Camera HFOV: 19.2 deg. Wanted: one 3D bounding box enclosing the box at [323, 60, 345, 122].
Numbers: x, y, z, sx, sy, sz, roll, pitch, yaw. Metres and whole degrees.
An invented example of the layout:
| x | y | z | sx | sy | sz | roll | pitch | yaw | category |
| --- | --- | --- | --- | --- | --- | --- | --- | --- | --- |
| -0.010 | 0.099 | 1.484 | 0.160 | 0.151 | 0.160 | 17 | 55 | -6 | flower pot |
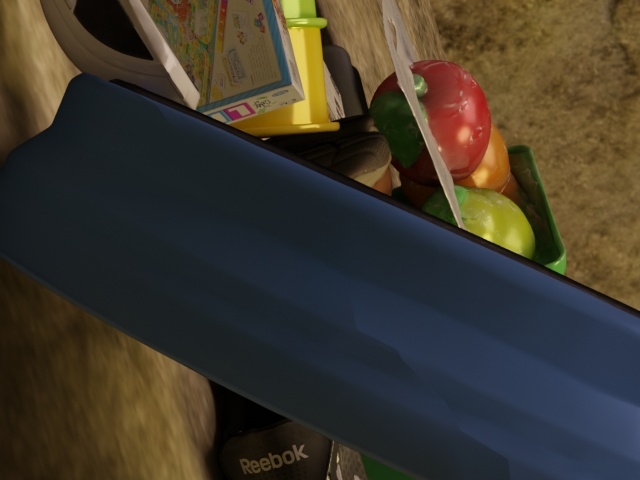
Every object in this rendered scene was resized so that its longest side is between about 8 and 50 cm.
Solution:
| x | y | z | sx | sy | sz | roll | pitch | yaw | category |
| --- | --- | --- | --- | --- | --- | --- | --- | --- | --- |
| -0.024 | -0.128 | 1.452 | 0.207 | 0.036 | 0.114 | 61 | 16 | -51 | box |

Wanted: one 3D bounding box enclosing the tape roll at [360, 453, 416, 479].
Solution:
| x | y | z | sx | sy | sz | roll | pitch | yaw | category |
| --- | --- | --- | --- | --- | --- | --- | --- | --- | --- |
| 0.089 | 0.240 | 1.236 | 0.321 | 0.077 | 0.321 | -21 | 90 | -86 | tape roll |

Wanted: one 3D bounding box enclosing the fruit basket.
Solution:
| x | y | z | sx | sy | sz | roll | pitch | yaw | category |
| --- | --- | --- | --- | --- | --- | --- | --- | --- | --- |
| 0.108 | -0.065 | 1.769 | 0.353 | 0.165 | 0.327 | 59 | 12 | -29 | fruit basket |

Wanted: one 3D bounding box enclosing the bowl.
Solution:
| x | y | z | sx | sy | sz | roll | pitch | yaw | category |
| --- | --- | --- | --- | --- | --- | --- | --- | --- | --- |
| 0.057 | 0.040 | 0.744 | 0.077 | 0.391 | 0.391 | -66 | 167 | 1 | bowl |

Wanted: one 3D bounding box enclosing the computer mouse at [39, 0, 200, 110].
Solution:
| x | y | z | sx | sy | sz | roll | pitch | yaw | category |
| --- | --- | --- | --- | --- | --- | --- | --- | --- | --- |
| -0.118 | -0.129 | 0.852 | 0.193 | 0.042 | 0.106 | 58 | -1 | 20 | computer mouse |

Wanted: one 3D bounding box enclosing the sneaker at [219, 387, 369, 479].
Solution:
| x | y | z | sx | sy | sz | roll | pitch | yaw | category |
| --- | --- | --- | --- | --- | --- | --- | --- | --- | --- |
| -0.009 | 0.140 | 0.998 | 0.106 | 0.078 | 0.234 | 50 | 21 | -59 | sneaker |

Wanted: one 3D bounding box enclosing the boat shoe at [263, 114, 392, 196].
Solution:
| x | y | z | sx | sy | sz | roll | pitch | yaw | category |
| --- | --- | --- | --- | --- | --- | --- | --- | --- | --- |
| 0.000 | 0.000 | 1.144 | 0.324 | 0.122 | 0.120 | -51 | 127 | -77 | boat shoe |

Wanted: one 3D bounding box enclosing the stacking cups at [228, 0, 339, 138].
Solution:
| x | y | z | sx | sy | sz | roll | pitch | yaw | category |
| --- | --- | --- | --- | --- | --- | --- | --- | --- | --- |
| -0.045 | -0.217 | 1.124 | 0.096 | 0.096 | 0.316 | -8 | 94 | -80 | stacking cups |

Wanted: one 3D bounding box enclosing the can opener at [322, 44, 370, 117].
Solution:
| x | y | z | sx | sy | sz | roll | pitch | yaw | category |
| --- | --- | --- | --- | --- | --- | --- | --- | --- | --- |
| 0.056 | -0.035 | 1.566 | 0.076 | 0.095 | 0.283 | 52 | 23 | -65 | can opener |

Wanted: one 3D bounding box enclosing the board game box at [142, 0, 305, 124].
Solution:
| x | y | z | sx | sy | sz | roll | pitch | yaw | category |
| --- | --- | --- | --- | --- | --- | --- | --- | --- | --- |
| -0.076 | -0.131 | 0.984 | 0.026 | 0.103 | 0.154 | 44 | 31 | -70 | board game box |
